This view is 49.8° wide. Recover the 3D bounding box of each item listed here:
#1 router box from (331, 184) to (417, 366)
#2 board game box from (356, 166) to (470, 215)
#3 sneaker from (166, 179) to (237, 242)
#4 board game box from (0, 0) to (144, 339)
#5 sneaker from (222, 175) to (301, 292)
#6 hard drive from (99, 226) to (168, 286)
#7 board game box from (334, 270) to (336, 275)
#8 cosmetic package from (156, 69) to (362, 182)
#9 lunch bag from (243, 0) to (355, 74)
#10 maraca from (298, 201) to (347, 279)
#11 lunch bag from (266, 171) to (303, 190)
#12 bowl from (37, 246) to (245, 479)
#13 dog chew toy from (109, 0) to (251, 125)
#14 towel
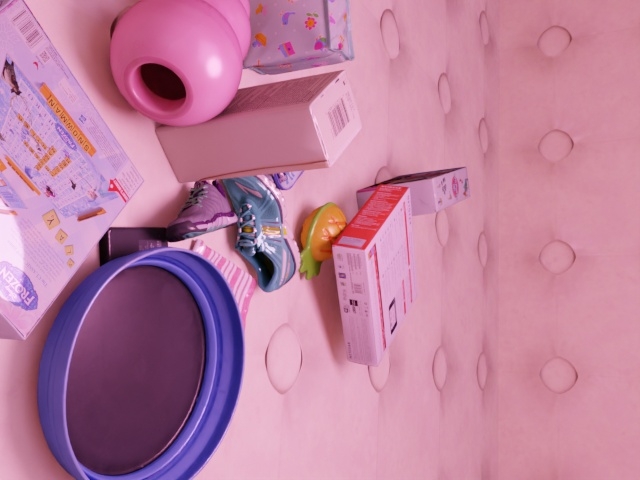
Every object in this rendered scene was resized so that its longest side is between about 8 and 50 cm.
[{"bbox_3d":[0.142,0.081,1.669,0.301,0.082,0.335,-50,140,-49],"label":"router box"},{"bbox_3d":[0.266,-0.132,1.930,0.303,0.224,0.097,-22,104,-60],"label":"board game box"},{"bbox_3d":[-0.219,-0.056,1.200,0.224,0.083,0.098,-31,104,-77],"label":"sneaker"},{"bbox_3d":[-0.404,-0.094,0.887,0.318,0.066,0.318,64,37,-36],"label":"board game box"},{"bbox_3d":[-0.120,-0.023,1.347,0.110,0.107,0.275,-46,122,-43],"label":"sneaker"},{"bbox_3d":[-0.298,0.025,1.110,0.135,0.022,0.094,-1,89,-61],"label":"hard drive"},{"bbox_3d":[0.139,0.119,1.850,0.305,0.053,0.193,62,39,-37],"label":"board game box"},{"bbox_3d":[-0.104,-0.193,1.185,0.160,0.310,0.113,-54,132,-47],"label":"cosmetic package"},{"bbox_3d":[-0.059,-0.481,1.381,0.160,0.224,0.262,-7,92,-66],"label":"lunch bag"},{"bbox_3d":[0.000,0.000,1.573,0.185,0.099,0.127,-64,146,-16],"label":"maraca"},{"bbox_3d":[-0.090,-0.213,1.441,0.219,0.090,0.176,-52,129,-51],"label":"lunch bag"},{"bbox_3d":[-0.264,0.203,1.072,0.391,0.077,0.390,-6,98,-59],"label":"bowl"},{"bbox_3d":[-0.208,-0.338,1.139,0.331,0.207,0.206,-73,146,-44],"label":"dog chew toy"},{"bbox_3d":[-0.189,0.099,1.292,0.197,0.029,0.144,43,50,-51],"label":"towel"}]
